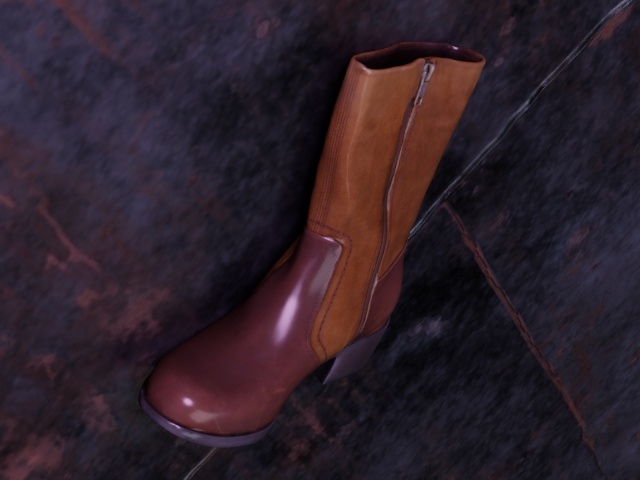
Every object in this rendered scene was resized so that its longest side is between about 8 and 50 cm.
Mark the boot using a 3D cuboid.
[{"bbox_3d":[0.000,0.000,1.284,0.264,0.096,0.280,-15,136,-45],"label":"boot"}]
